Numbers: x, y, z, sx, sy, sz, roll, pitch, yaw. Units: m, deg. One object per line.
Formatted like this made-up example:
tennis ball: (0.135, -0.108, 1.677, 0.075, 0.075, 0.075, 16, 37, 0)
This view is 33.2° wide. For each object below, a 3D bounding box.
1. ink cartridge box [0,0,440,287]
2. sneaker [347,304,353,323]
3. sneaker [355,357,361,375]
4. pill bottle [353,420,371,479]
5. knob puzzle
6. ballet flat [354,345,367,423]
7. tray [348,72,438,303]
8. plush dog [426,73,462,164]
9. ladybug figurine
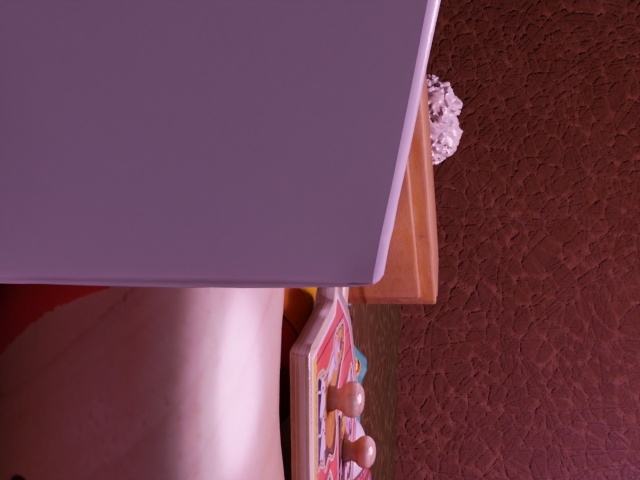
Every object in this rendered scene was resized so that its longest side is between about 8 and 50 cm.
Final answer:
ink cartridge box: (-0.057, -0.209, 0.420, 0.385, 0.160, 0.279, -100, -167, -49)
sneaker: (0.000, 0.000, 1.228, 0.107, 0.124, 0.283, 79, 14, -48)
sneaker: (0.010, 0.145, 1.260, 0.215, 0.083, 0.084, 106, 3, -73)
pill bottle: (-0.003, 0.262, 1.209, 0.121, 0.121, 0.216, -79, 166, -50)
knob puzzle: (0.015, 0.118, 0.614, 0.213, 0.030, 0.213, 1, 90, -81)
ballet flat: (0.011, 0.219, 1.482, 0.087, 0.083, 0.247, 57, 24, -25)
tray: (-0.005, -0.088, 0.958, 0.411, 0.202, 0.076, 79, 14, -49)
plush dog: (-0.009, -0.169, 1.114, 0.262, 0.210, 0.225, 17, -53, 62)
ladybug figurine: (-0.077, 0.029, 0.643, 0.449, 0.162, 0.305, -78, 166, -51)
